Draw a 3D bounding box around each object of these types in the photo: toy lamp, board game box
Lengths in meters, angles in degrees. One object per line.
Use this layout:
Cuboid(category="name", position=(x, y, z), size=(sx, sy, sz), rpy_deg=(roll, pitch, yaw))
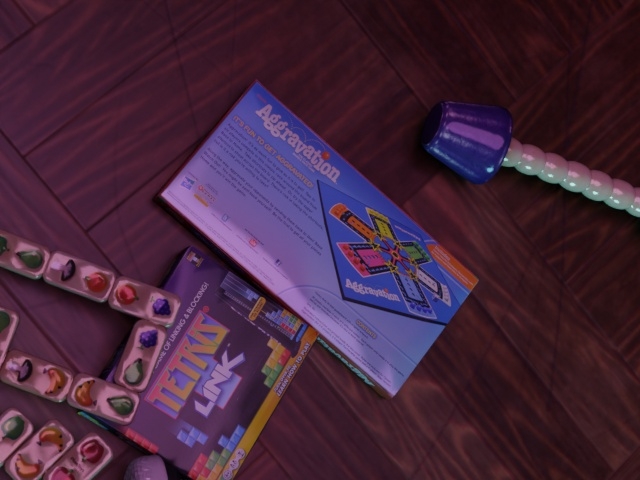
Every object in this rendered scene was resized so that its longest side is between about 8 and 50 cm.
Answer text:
Cuboid(category="toy lamp", position=(0.227, -0.066, 1.327), size=(0.274, 0.080, 0.080), rpy_deg=(18, 76, -15))
Cuboid(category="board game box", position=(0.000, 0.000, 1.263), size=(0.281, 0.027, 0.145), rpy_deg=(42, 73, -10))
Cuboid(category="board game box", position=(-0.103, 0.113, 1.198), size=(0.141, 0.048, 0.170), rpy_deg=(35, 72, -13))

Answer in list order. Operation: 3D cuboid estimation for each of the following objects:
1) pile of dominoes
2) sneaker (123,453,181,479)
Cuboid(category="pile of dominoes", position=(-0.262, 0.089, 1.121), size=(0.251, 0.040, 0.196), rpy_deg=(20, 76, -2))
Cuboid(category="sneaker", position=(-0.070, 0.293, 1.159), size=(0.153, 0.101, 0.268), rpy_deg=(-16, 93, -22))
